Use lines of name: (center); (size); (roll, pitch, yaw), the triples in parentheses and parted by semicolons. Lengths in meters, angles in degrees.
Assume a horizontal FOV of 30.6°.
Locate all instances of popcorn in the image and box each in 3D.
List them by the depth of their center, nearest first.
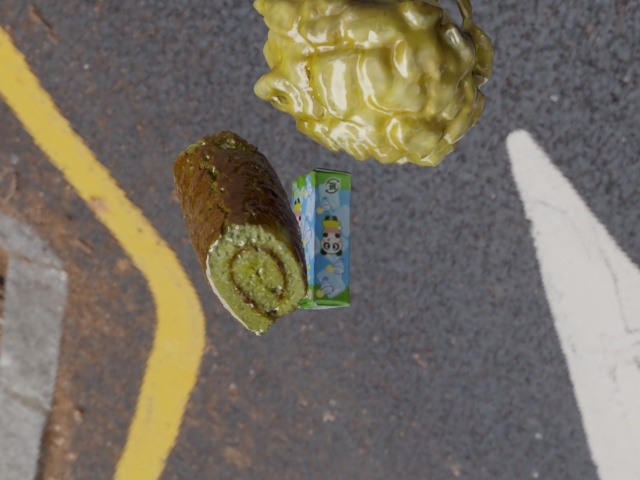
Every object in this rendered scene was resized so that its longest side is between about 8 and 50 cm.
popcorn: (0.047, -0.178, 1.095); (0.250, 0.250, 0.190); (28, 103, 5)

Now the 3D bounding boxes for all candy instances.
candy: (0.000, 0.000, 1.672); (0.062, 0.194, 0.097); (3, 173, -21)

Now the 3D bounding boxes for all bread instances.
bread: (-0.075, -0.014, 1.130); (0.103, 0.172, 0.132); (-28, 129, 5)
